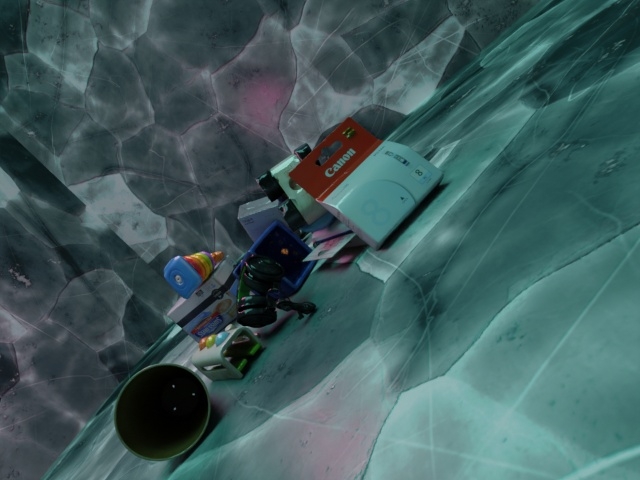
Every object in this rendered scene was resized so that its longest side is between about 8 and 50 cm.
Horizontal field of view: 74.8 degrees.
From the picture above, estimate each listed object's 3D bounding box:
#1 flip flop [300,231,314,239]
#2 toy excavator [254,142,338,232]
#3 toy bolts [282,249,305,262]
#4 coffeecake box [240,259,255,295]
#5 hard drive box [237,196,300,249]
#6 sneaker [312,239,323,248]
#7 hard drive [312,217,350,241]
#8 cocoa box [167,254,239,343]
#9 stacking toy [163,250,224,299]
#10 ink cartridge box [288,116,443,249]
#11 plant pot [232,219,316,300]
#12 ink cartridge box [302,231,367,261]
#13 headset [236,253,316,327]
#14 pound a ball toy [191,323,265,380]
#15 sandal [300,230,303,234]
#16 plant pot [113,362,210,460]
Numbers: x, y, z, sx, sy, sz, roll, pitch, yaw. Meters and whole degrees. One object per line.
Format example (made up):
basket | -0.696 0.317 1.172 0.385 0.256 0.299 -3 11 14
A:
flip flop | 0.018 -0.067 1.896 0.277 0.080 0.112 -25 -20 -44
toy excavator | -0.079 -0.190 1.616 0.222 0.432 0.445 -36 -21 -1
toy bolts | -0.165 0.100 1.889 0.229 0.158 0.218 -28 45 -24
coffeecake box | -0.306 0.183 1.838 0.068 0.185 0.142 -7 8 -9
hard drive box | -0.209 -0.063 1.750 0.181 0.232 0.089 -16 42 12
sneaker | 0.000 0.000 1.868 0.069 0.038 0.098 -38 20 9
hard drive | 0.093 -0.110 1.498 0.210 0.040 0.319 -62 18 -20
cocoa box | -0.514 0.289 2.034 0.347 0.228 0.231 -38 14 19
stacking toy | -0.541 0.113 1.905 0.175 0.165 0.302 -45 -3 34
ink cartridge box | 0.135 -0.205 1.306 0.308 0.385 0.091 -46 -13 -13
plant pot | -0.188 0.102 1.660 0.212 0.236 0.236 -43 9 39
ink cartridge box | 0.088 -0.001 1.489 0.261 0.066 0.296 -47 12 -18
headset | -0.170 0.176 1.369 0.394 0.185 0.243 6 87 65
pound a ball toy | -0.306 0.340 1.395 0.319 0.135 0.208 -27 20 52
sandal | -0.204 0.043 2.253 0.303 0.086 0.120 -37 13 25
plant pot | -0.420 0.464 1.192 0.237 0.237 0.254 -46 -4 -15
